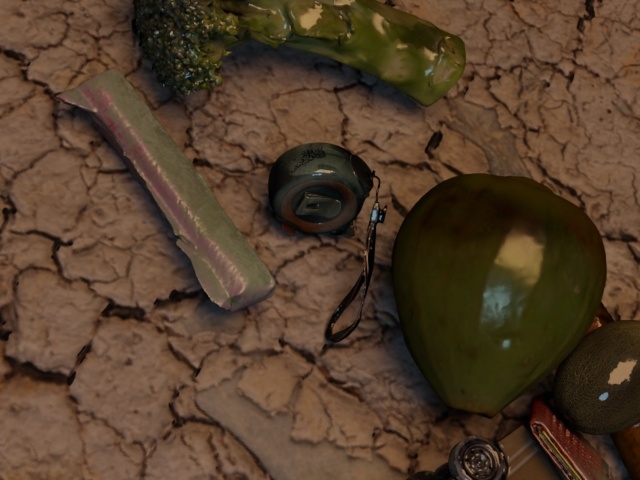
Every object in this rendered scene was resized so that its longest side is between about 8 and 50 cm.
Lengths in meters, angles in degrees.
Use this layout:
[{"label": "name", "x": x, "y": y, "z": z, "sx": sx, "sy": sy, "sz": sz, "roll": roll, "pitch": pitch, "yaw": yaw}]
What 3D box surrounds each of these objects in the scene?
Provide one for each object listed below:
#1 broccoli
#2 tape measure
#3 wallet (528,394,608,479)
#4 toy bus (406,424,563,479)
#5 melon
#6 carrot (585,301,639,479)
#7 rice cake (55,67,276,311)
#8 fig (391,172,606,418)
[{"label": "broccoli", "x": -0.024, "y": -0.230, "z": 1.424, "sx": 0.361, "sy": 0.221, "sz": 0.252, "roll": 30, "pitch": 23, "yaw": -4}, {"label": "tape measure", "x": 0.002, "y": -0.001, "z": 1.355, "sx": 0.107, "sy": 0.104, "sz": 0.179, "roll": 10, "pitch": 62, "yaw": -19}, {"label": "wallet", "x": 0.235, "y": 0.197, "z": 1.314, "sx": 0.020, "sy": 0.196, "sz": 0.103, "roll": -41, "pitch": 85, "yaw": 10}, {"label": "toy bus", "x": 0.097, "y": 0.299, "z": 1.228, "sx": 0.290, "sy": 0.139, "sz": 0.157, "roll": -33, "pitch": 80, "yaw": -32}, {"label": "melon", "x": 0.285, "y": 0.132, "z": 1.348, "sx": 0.131, "sy": 0.098, "sz": 0.098, "roll": -35, "pitch": 80, "yaw": -14}, {"label": "carrot", "x": 0.317, "y": 0.167, "z": 1.415, "sx": 0.066, "sy": 0.066, "sz": 0.314, "roll": -13, "pitch": 70, "yaw": -25}, {"label": "rice cake", "x": -0.153, "y": -0.048, "z": 1.355, "sx": 0.081, "sy": 0.051, "sz": 0.290, "roll": -29, "pitch": 76, "yaw": -38}, {"label": "fig", "x": 0.160, "y": 0.043, "z": 1.338, "sx": 0.207, "sy": 0.207, "sz": 0.230, "roll": 39, "pitch": 67, "yaw": 1}]
